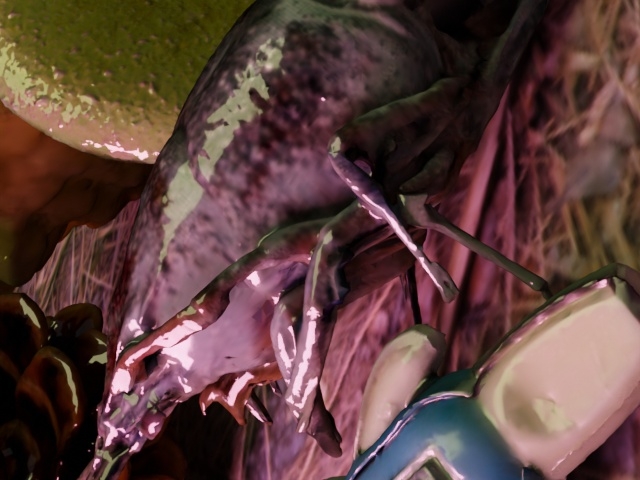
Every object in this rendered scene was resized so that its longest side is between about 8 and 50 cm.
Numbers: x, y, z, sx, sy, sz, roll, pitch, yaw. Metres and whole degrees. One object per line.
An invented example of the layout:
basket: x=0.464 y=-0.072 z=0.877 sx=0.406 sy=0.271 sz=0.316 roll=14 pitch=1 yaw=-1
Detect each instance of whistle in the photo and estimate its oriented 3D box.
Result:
whistle: x=0.045 y=0.096 z=0.524 sx=0.235 sy=0.077 sz=0.114 roll=-48 pitch=65 yaw=28

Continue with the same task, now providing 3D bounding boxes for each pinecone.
pinecone: x=-0.204 y=0.143 z=0.707 sx=0.246 sy=0.292 sz=0.246 roll=3 pitch=94 yaw=39

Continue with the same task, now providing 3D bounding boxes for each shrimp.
shrimp: x=0.001 y=-0.002 z=0.587 sx=0.172 sy=0.137 sz=0.372 roll=31 pitch=101 yaw=57

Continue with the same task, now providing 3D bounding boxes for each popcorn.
popcorn: x=-0.202 y=-0.078 z=0.854 sx=0.332 sy=0.225 sz=0.265 roll=-60 pitch=-4 yaw=-8

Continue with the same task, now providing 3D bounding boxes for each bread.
bread: x=-0.069 y=-0.134 z=0.712 sx=0.033 sy=0.229 sz=0.228 roll=88 pitch=178 yaw=-55
